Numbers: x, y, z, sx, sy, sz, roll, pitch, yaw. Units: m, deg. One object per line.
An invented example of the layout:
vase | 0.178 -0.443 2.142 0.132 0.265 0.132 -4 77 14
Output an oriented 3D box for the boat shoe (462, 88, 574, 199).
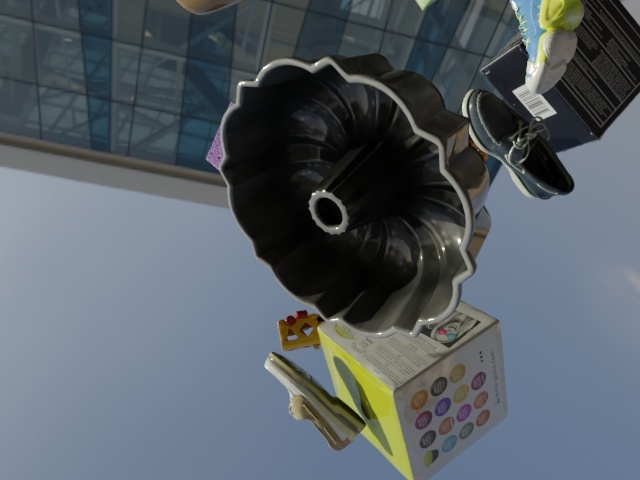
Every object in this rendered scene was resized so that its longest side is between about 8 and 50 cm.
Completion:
boat shoe | 0.335 -0.158 0.910 0.254 0.079 0.095 45 -107 -24

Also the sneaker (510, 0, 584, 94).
sneaker | 0.382 -0.379 0.945 0.091 0.239 0.126 7 -165 -47

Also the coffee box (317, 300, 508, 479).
coffee box | 0.241 0.348 1.430 0.335 0.337 0.338 -27 -150 -21

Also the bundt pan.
bundt pan | 0.045 -0.056 0.615 0.331 0.330 0.124 35 -133 20

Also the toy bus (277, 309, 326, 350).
toy bus | -0.024 0.263 1.562 0.191 0.202 0.104 4 -112 -41

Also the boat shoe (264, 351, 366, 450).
boat shoe | -0.033 0.408 1.374 0.302 0.103 0.113 38 179 9

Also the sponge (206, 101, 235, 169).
sponge | -0.288 -0.325 1.744 0.117 0.210 0.031 39 -160 32

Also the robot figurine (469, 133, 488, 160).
robot figurine | 0.518 -0.303 1.970 0.085 0.210 0.291 15 -145 39

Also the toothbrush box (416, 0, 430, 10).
toothbrush box | 0.338 -0.731 1.361 0.122 0.206 0.283 53 180 -7

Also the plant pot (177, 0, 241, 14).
plant pot | -0.189 -0.572 1.079 0.237 0.254 0.236 23 -124 -38

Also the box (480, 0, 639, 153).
box | 0.618 -0.426 1.334 0.294 0.183 0.296 -45 -82 -11
